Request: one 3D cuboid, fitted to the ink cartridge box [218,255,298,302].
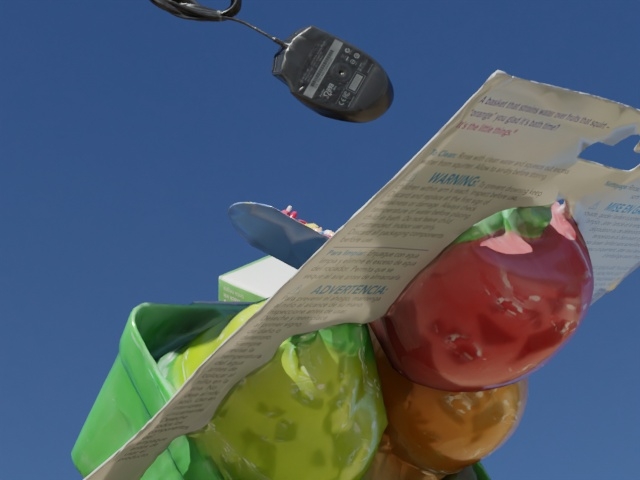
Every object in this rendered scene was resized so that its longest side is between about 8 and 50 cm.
[{"bbox_3d":[-0.025,0.128,1.369,0.092,0.160,0.219,20,-63,35],"label":"ink cartridge box"}]

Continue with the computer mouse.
[{"bbox_3d":[-0.046,-0.172,1.155,0.242,0.071,0.041,30,-16,6],"label":"computer mouse"}]

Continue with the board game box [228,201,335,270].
[{"bbox_3d":[0.000,0.000,1.154,0.168,0.033,0.133,28,-17,1],"label":"board game box"}]

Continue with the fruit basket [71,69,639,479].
[{"bbox_3d":[0.043,0.045,0.696,0.327,0.165,0.353,2,-47,-53],"label":"fruit basket"}]
